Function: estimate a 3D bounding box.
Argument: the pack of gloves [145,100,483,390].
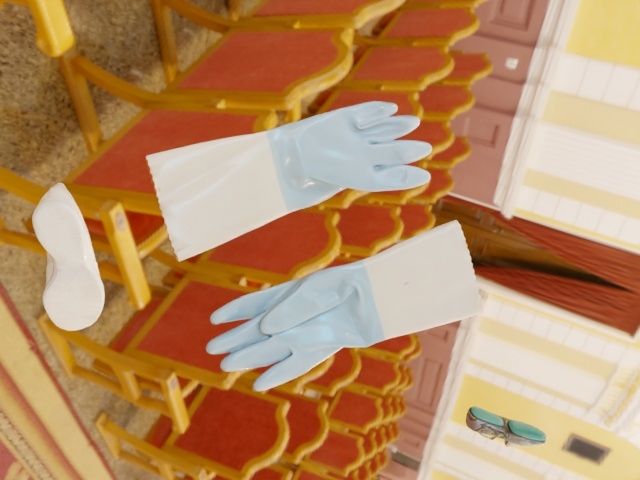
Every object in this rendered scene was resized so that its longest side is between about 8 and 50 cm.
[{"bbox_3d":[0.000,0.000,0.515,0.046,0.232,0.195,178,-104,-73],"label":"pack of gloves"}]

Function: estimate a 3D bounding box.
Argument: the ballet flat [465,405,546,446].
[{"bbox_3d":[0.260,0.271,0.902,0.041,0.114,0.041,19,90,-84],"label":"ballet flat"}]

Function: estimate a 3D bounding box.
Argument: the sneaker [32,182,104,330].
[{"bbox_3d":[-0.341,0.022,0.872,0.094,0.080,0.212,-116,-153,-55],"label":"sneaker"}]
